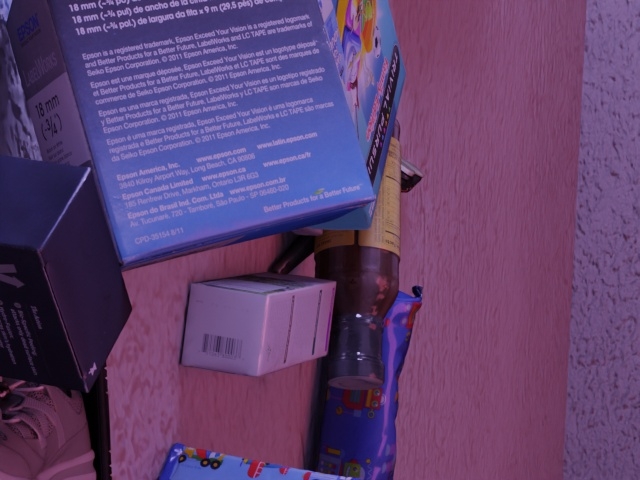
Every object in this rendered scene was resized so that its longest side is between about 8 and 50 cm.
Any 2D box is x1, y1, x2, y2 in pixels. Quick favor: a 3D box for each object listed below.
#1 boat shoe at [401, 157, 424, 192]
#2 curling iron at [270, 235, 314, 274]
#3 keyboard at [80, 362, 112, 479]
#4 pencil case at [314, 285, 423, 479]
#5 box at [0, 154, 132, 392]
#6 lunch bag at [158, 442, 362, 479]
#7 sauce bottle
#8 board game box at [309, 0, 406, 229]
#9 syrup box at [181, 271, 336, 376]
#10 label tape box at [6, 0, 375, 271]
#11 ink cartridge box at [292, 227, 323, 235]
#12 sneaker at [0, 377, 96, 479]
[{"bbox_3d":[0.119,-0.095,2.450,0.042,0.049,0.133,-56,172,11],"label":"boat shoe"},{"bbox_3d":[0.000,0.000,2.147,0.274,0.035,0.068,-41,136,-63],"label":"curling iron"},{"bbox_3d":[-0.211,0.170,1.528,0.023,0.108,0.180,-9,109,-28],"label":"keyboard"},{"bbox_3d":[0.062,0.206,2.295,0.133,0.119,0.306,-11,109,-82],"label":"pencil case"},{"bbox_3d":[-0.241,0.020,1.257,0.156,0.158,0.093,80,26,-44],"label":"box"},{"bbox_3d":[-0.060,0.382,1.852,0.293,0.220,0.138,80,26,-43],"label":"lunch bag"},{"bbox_3d":[0.044,0.010,2.070,0.111,0.111,0.344,51,39,-66],"label":"sauce bottle"},{"bbox_3d":[0.013,-0.215,1.901,0.336,0.079,0.254,71,26,-49],"label":"board game box"},{"bbox_3d":[-0.065,0.092,1.906,0.237,0.093,0.096,-4,102,-71],"label":"syrup box"},{"bbox_3d":[-0.120,-0.157,1.386,0.240,0.106,0.334,-14,87,-30],"label":"label tape box"},{"bbox_3d":[-0.031,-0.129,1.974,0.206,0.045,0.208,41,54,-69],"label":"ink cartridge box"},{"bbox_3d":[-0.267,0.156,1.376,0.281,0.105,0.115,23,64,-80],"label":"sneaker"}]
